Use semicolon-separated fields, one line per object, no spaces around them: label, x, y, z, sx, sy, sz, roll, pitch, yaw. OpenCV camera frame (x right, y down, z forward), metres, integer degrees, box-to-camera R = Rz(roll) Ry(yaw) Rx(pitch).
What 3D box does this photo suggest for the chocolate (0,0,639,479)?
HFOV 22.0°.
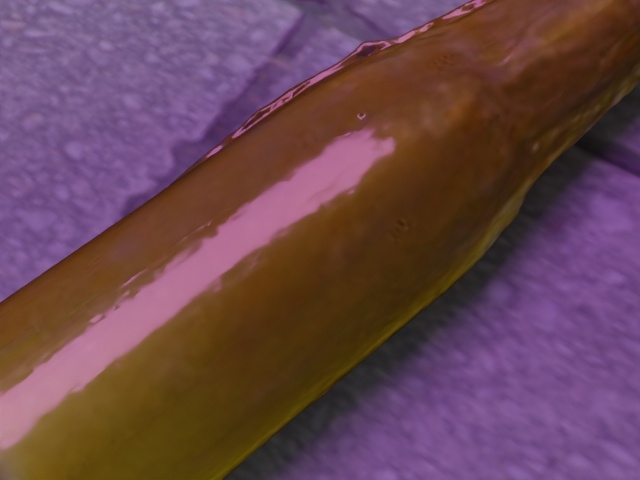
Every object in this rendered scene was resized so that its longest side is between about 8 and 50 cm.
chocolate;0.000;0.000;0.911;0.445;0.162;0.162;-37;50;-5
